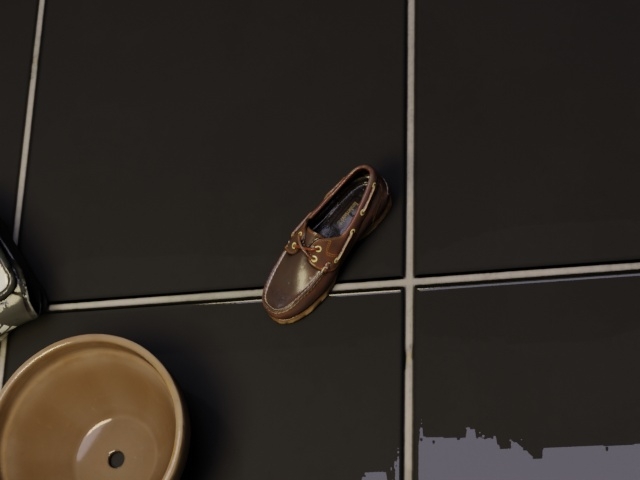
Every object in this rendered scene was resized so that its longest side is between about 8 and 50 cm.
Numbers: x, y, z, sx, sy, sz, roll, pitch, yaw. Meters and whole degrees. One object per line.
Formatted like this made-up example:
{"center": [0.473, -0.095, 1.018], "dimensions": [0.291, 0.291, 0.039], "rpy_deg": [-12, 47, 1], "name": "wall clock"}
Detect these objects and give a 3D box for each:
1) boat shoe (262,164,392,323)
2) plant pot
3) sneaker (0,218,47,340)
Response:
{"center": [0.000, 0.000, 1.799], "dimensions": [0.073, 0.073, 0.207], "rpy_deg": [33, 81, 25], "name": "boat shoe"}
{"center": [-0.246, 0.233, 1.752], "dimensions": [0.237, 0.109, 0.237], "rpy_deg": [-6, 65, 14], "name": "plant pot"}
{"center": [-0.467, 0.132, 1.827], "dimensions": [0.258, 0.169, 0.447], "rpy_deg": [-4, 64, 17], "name": "sneaker"}
